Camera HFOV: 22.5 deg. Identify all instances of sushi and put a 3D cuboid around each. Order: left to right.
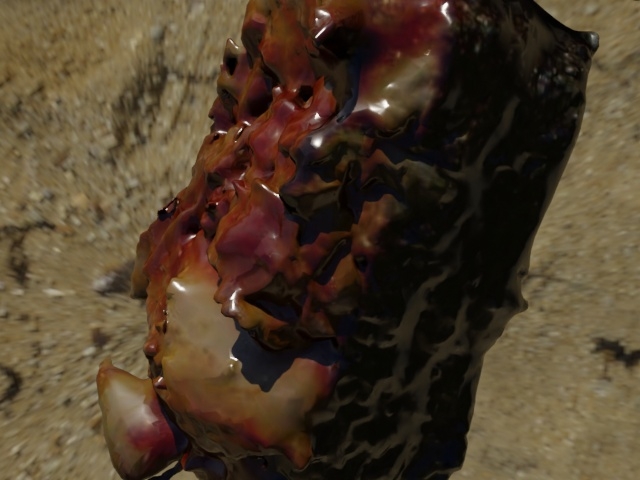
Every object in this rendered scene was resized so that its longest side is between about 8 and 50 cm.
[{"bbox_3d":[0.000,0.000,0.873,0.182,0.196,0.343,14,104,-31],"label":"sushi"}]
